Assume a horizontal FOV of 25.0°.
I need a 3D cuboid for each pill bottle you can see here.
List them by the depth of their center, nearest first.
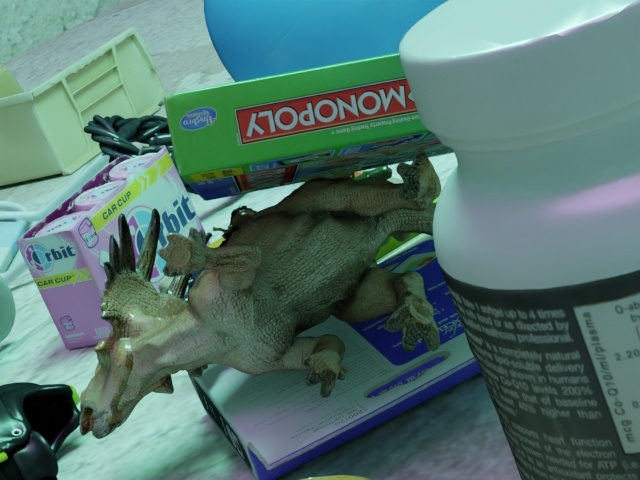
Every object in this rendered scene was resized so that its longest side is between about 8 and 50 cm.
[{"bbox_3d":[0.140,0.026,0.589,0.162,0.278,0.162,-20,20,7],"label":"pill bottle"}]

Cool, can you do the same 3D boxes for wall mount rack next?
[{"bbox_3d":[-0.344,-0.033,1.538,0.304,0.130,0.350,-3,21,1],"label":"wall mount rack"}]

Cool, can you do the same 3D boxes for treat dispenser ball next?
[{"bbox_3d":[0.024,-0.254,1.479,0.288,0.288,0.288,-20,19,7],"label":"treat dispenser ball"}]

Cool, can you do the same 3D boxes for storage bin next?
[{"bbox_3d":[-0.389,-0.176,1.984,0.262,0.123,0.260,-10,23,34],"label":"storage bin"}]

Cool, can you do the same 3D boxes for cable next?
[{"bbox_3d":[-0.150,-0.090,1.479,0.184,0.047,0.150,-3,24,-41],"label":"cable"}]

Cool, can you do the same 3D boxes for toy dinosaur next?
[{"bbox_3d":[-0.026,0.017,0.919,0.296,0.127,0.200,-24,12,-19],"label":"toy dinosaur"}]

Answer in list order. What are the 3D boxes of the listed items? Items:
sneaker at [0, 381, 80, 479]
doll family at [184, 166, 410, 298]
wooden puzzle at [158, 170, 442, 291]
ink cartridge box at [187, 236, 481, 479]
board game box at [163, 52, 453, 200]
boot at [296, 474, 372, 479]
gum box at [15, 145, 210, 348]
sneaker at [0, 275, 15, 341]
[{"bbox_3d":[-0.228,0.150,0.960,0.097,0.084,0.234,-14,20,18],"label":"sneaker"},{"bbox_3d":[-0.029,0.005,1.054,0.193,0.076,0.111,-22,44,-17],"label":"doll family"},{"bbox_3d":[0.000,0.000,1.184,0.221,0.044,0.239,-31,20,-23],"label":"wooden puzzle"},{"bbox_3d":[0.033,0.079,0.927,0.206,0.045,0.208,-26,18,-11],"label":"ink cartridge box"},{"bbox_3d":[0.021,-0.071,0.895,0.214,0.046,0.317,-12,0,-2],"label":"board game box"},{"bbox_3d":[0.040,0.157,0.572,0.295,0.104,0.211,-18,25,6],"label":"boot"},{"bbox_3d":[-0.176,0.001,1.279,0.062,0.107,0.188,-12,21,29],"label":"gum box"},{"bbox_3d":[-0.444,0.106,1.264,0.331,0.122,0.146,-18,17,13],"label":"sneaker"}]
